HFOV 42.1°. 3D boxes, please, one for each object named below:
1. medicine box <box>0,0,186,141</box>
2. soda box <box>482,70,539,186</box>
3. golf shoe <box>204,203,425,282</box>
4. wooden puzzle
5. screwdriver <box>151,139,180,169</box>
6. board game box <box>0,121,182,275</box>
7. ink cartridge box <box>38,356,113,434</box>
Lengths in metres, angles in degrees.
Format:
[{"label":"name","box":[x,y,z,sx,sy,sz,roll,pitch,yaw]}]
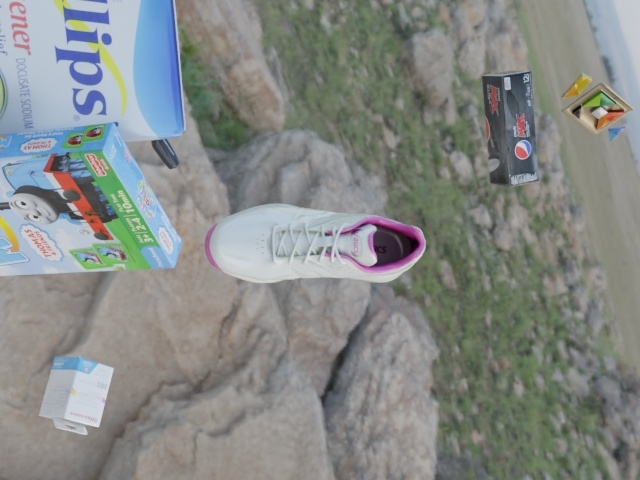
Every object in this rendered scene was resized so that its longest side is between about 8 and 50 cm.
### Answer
[{"label":"medicine box","box":[-0.291,-0.223,0.826,0.149,0.290,0.263,-142,-133,-77]},{"label":"soda box","box":[0.286,-0.168,1.252,0.060,0.053,0.168,-154,-126,-66]},{"label":"golf shoe","box":[0.000,0.000,1.133,0.140,0.307,0.115,163,-75,-71]},{"label":"wooden puzzle","box":[0.373,-0.175,1.120,0.116,0.078,0.014,25,51,-20]},{"label":"screwdriver","box":[-0.249,-0.176,1.178,0.025,0.024,0.169,-35,108,-25]},{"label":"board game box","box":[-0.254,-0.030,0.755,0.160,0.212,0.039,69,24,-49]},{"label":"ink cartridge box","box":[-0.501,0.318,1.699,0.092,0.090,0.143,33,61,-46]}]
